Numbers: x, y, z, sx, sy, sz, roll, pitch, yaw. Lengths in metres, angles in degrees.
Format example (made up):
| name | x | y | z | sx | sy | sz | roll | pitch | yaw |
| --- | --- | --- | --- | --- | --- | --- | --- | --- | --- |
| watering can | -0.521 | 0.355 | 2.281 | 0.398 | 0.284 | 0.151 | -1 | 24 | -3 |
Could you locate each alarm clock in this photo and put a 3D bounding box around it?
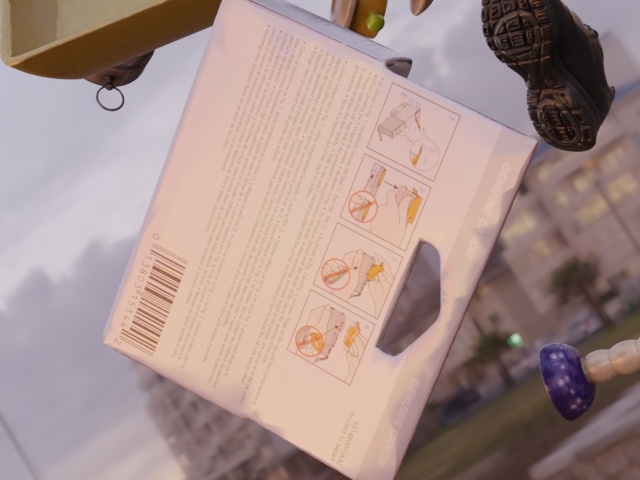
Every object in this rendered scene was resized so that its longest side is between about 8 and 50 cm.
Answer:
| name | x | y | z | sx | sy | sz | roll | pitch | yaw |
| --- | --- | --- | --- | --- | --- | --- | --- | --- | --- |
| alarm clock | -0.288 | -0.261 | 2.281 | 0.129 | 0.192 | 0.064 | 6 | -26 | -25 |

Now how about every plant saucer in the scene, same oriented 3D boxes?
| name | x | y | z | sx | sy | sz | roll | pitch | yaw |
| --- | --- | --- | --- | --- | --- | --- | --- | --- | --- |
| plant saucer | -0.185 | -0.305 | 1.831 | 0.333 | 0.081 | 0.333 | -21 | 37 | 4 |

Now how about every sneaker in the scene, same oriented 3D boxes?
| name | x | y | z | sx | sy | sz | roll | pitch | yaw |
| --- | --- | --- | --- | --- | --- | --- | --- | --- | --- |
| sneaker | 0.303 | -0.259 | 2.193 | 0.109 | 0.286 | 0.130 | 3 | 41 | 41 |

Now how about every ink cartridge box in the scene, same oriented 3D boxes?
| name | x | y | z | sx | sy | sz | roll | pitch | yaw |
| --- | --- | --- | --- | --- | --- | --- | --- | --- | --- |
| ink cartridge box | 0.000 | 0.000 | 1.234 | 0.066 | 0.261 | 0.296 | -20 | -45 | -65 |

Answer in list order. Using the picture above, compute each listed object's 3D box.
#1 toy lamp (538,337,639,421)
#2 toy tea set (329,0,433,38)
| name | x | y | z | sx | sy | sz | roll | pitch | yaw |
| --- | --- | --- | --- | --- | --- | --- | --- | --- | --- |
| toy lamp | 0.317 | 0.074 | 1.383 | 0.275 | 0.080 | 0.080 | -24 | -4 | 23 |
| toy tea set | 0.085 | -0.314 | 1.789 | 0.124 | 0.336 | 0.200 | 10 | -55 | -12 |
